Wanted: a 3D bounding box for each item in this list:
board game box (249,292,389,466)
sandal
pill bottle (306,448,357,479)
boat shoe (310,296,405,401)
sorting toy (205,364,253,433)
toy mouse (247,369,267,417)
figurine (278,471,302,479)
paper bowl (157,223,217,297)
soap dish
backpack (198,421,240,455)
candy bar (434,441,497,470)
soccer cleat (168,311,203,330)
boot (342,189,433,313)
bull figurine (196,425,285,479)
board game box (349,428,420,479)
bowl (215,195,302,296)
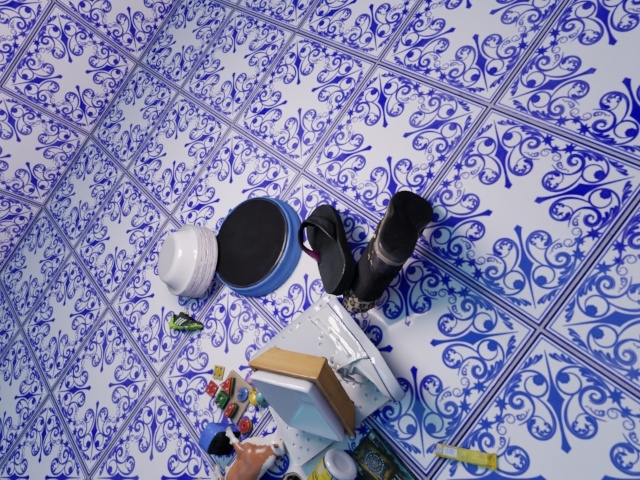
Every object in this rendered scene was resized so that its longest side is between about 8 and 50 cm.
[{"bbox_3d":[-0.008,0.426,1.488,0.390,0.050,0.390,-42,56,13],"label":"board game box"},{"bbox_3d":[0.001,-0.001,1.500,0.167,0.107,0.446,-63,23,21],"label":"sandal"},{"bbox_3d":[0.018,0.687,1.333,0.103,0.103,0.184,44,113,35],"label":"pill bottle"},{"bbox_3d":[0.079,0.331,1.339,0.156,0.136,0.367,-37,54,-4],"label":"boat shoe"},{"bbox_3d":[-0.315,0.536,1.643,0.274,0.046,0.132,29,89,36],"label":"sorting toy"},{"bbox_3d":[-0.210,0.490,1.541,0.161,0.031,0.143,65,148,23],"label":"toy mouse"},{"bbox_3d":[-0.121,0.835,1.397,0.209,0.092,0.215,-41,56,23],"label":"figurine"},{"bbox_3d":[-0.529,0.075,1.835,0.284,0.148,0.284,-21,62,47],"label":"paper bowl"},{"bbox_3d":[-0.041,0.426,1.318,0.229,0.291,0.118,2,43,34],"label":"soap dish"},{"bbox_3d":[-0.348,0.658,1.572,0.101,0.120,0.098,19,84,35],"label":"backpack"},{"bbox_3d":[0.373,0.555,1.223,0.161,0.018,0.040,-2,68,32],"label":"candy bar"},{"bbox_3d":[-0.528,0.315,1.850,0.179,0.060,0.072,-6,68,33],"label":"soccer cleat"},{"bbox_3d":[0.200,0.030,1.418,0.138,0.377,0.284,29,128,2],"label":"boot"},{"bbox_3d":[-0.244,0.705,1.478,0.188,0.101,0.310,28,79,29],"label":"bull figurine"},{"bbox_3d":[0.170,0.640,1.313,0.126,0.026,0.186,-53,54,7],"label":"board game box"},{"bbox_3d":[-0.247,0.014,1.774,0.391,0.077,0.391,-11,67,28],"label":"bowl"}]
